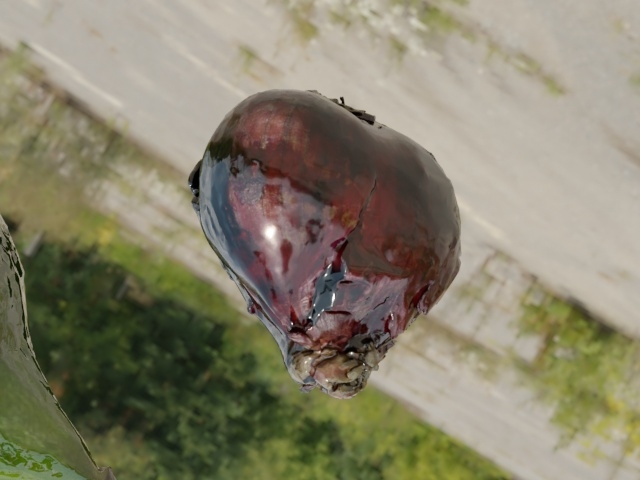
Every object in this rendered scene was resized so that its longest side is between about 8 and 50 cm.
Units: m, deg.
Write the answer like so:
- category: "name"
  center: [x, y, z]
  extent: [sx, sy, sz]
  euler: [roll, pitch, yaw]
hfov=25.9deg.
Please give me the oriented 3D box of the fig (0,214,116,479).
- category: "fig"
  center: [-0.197, 0.053, 0.696]
  extent: [0.235, 0.203, 0.203]
  euler: [24, 172, 13]

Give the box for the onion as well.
- category: "onion"
  center: [0.003, -0.020, 1.245]
  extent: [0.221, 0.281, 0.281]
  euler: [-1, 157, 29]
